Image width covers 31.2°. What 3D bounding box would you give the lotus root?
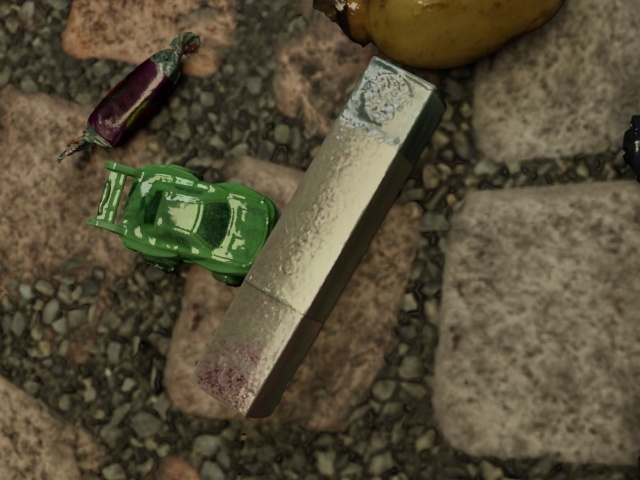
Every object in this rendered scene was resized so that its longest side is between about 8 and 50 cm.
[{"bbox_3d":[0.103,-0.209,0.965,0.221,0.118,0.125,-17,45,15],"label":"lotus root"}]

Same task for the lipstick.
[{"bbox_3d":[0.000,0.000,0.983,0.066,0.068,0.317,30,90,17],"label":"lipstick"}]

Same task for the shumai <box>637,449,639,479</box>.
[{"bbox_3d":[0.360,0.114,0.831,0.256,0.189,0.218,-17,58,28],"label":"shumai"}]

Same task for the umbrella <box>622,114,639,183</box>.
[{"bbox_3d":[0.365,-0.056,0.902,0.248,0.071,0.071,8,83,12],"label":"umbrella"}]

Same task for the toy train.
[{"bbox_3d":[-0.118,-0.019,1.012,0.149,0.081,0.099,14,84,17],"label":"toy train"}]

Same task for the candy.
[{"bbox_3d":[-0.175,-0.128,1.064,0.175,0.045,0.043,-45,78,4],"label":"candy"}]
